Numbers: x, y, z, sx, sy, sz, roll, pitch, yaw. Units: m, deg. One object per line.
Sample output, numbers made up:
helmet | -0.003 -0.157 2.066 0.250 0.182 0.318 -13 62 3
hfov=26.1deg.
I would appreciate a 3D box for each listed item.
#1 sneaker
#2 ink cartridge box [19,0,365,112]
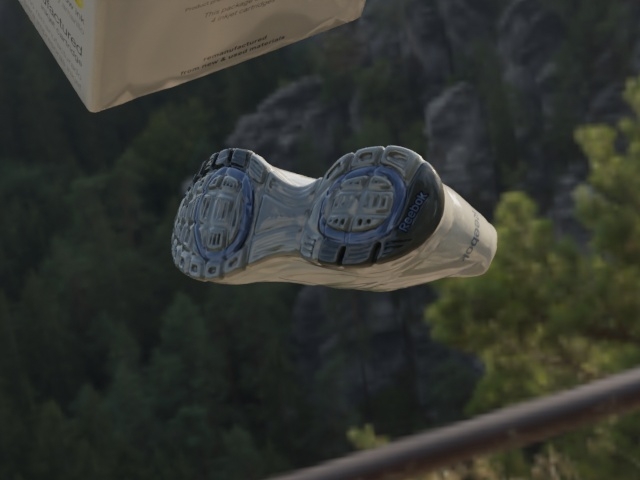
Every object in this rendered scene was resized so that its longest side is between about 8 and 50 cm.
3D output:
sneaker | 0.000 0.000 1.044 0.297 0.111 0.129 6 -16 45
ink cartridge box | -0.068 -0.214 0.647 0.168 0.232 0.171 -23 65 -24
